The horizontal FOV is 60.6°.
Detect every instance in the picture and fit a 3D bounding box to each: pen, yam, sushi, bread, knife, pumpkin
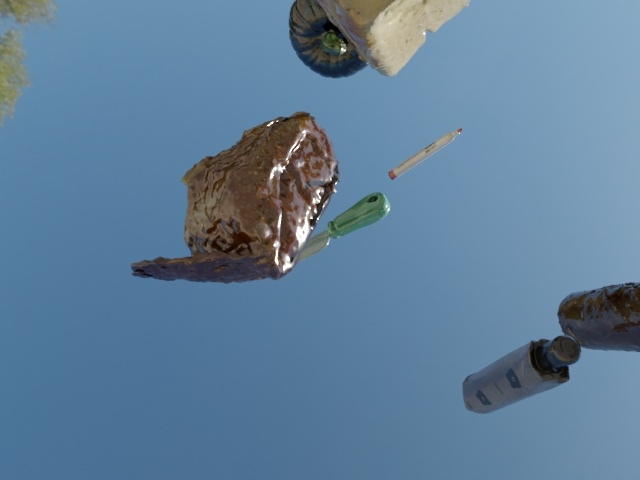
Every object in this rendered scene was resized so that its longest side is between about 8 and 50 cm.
[{"bbox_3d":[0.259,-0.215,1.357,0.218,0.026,0.026,-32,-132,33],"label":"pen"},{"bbox_3d":[0.539,0.130,0.924,0.131,0.280,0.131,4,-103,-16],"label":"yam"},{"bbox_3d":[-0.077,-0.043,0.656,0.179,0.167,0.296,-8,-133,39],"label":"sushi"},{"bbox_3d":[0.082,-0.543,1.008,0.279,0.390,0.371,-38,-96,11],"label":"bread"},{"bbox_3d":[0.001,0.001,0.914,0.260,0.034,0.063,-31,-147,5],"label":"knife"},{"bbox_3d":[0.037,-0.516,1.356,0.248,0.248,0.247,-7,-124,11],"label":"pumpkin"}]

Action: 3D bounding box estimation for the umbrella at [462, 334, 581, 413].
[{"bbox_3d":[0.309,0.217,0.871,0.067,0.337,0.073,-3,-115,-9],"label":"umbrella"}]
